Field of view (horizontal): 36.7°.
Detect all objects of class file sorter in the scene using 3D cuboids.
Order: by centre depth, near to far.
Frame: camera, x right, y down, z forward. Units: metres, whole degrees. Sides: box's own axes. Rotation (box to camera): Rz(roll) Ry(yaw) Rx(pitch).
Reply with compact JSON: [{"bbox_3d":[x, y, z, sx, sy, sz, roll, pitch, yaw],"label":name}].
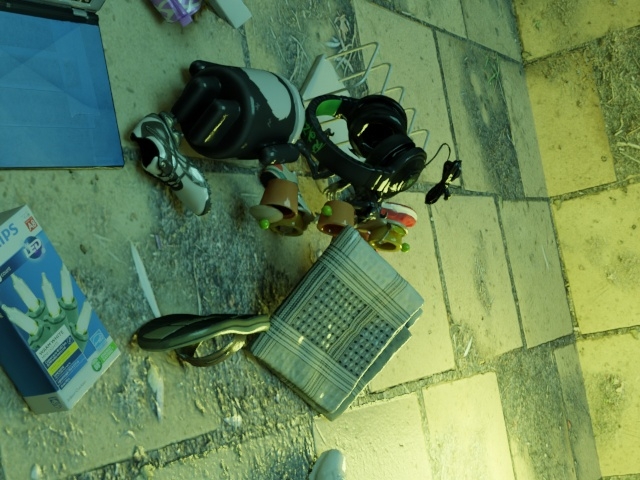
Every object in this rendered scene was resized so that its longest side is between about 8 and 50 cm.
[{"bbox_3d":[0.104,-0.283,2.188,0.277,0.173,0.192,55,37,-30],"label":"file sorter"}]

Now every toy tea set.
[{"bbox_3d":[0.000,0.000,1.884,0.336,0.200,0.124,20,67,-24],"label":"toy tea set"}]

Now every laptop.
[{"bbox_3d":[-0.376,-0.330,1.389,0.236,0.408,0.382,48,25,18],"label":"laptop"}]

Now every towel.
[{"bbox_3d":[0.046,0.174,1.877,0.312,0.056,0.324,-50,132,-7],"label":"towel"}]

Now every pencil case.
[{"bbox_3d":[-0.292,-0.482,1.704,0.206,0.086,0.088,52,5,-33],"label":"pencil case"}]

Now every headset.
[{"bbox_3d":[0.126,-0.172,2.007,0.394,0.185,0.243,9,41,-29],"label":"headset"}]

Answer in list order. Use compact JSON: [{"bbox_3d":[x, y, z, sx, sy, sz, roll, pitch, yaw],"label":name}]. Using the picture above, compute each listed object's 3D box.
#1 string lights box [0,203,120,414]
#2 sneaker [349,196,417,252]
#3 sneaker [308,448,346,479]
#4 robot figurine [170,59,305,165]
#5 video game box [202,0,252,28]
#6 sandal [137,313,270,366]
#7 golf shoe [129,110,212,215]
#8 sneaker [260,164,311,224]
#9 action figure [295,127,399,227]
[{"bbox_3d":[-0.400,0.097,1.331,0.259,0.077,0.133,63,35,-22],"label":"string lights box"},{"bbox_3d":[0.143,-0.026,2.262,0.221,0.087,0.128,15,75,-42],"label":"sneaker"},{"bbox_3d":[0.024,0.505,1.846,0.090,0.095,0.235,51,38,-33],"label":"sneaker"},{"bbox_3d":[-0.144,-0.235,1.768,0.278,0.174,0.209,-8,93,-58],"label":"robot figurine"},{"bbox_3d":[-0.222,-0.497,1.761,0.205,0.048,0.187,54,-6,-34],"label":"video game box"},{"bbox_3d":[-0.182,0.169,1.627,0.303,0.120,0.086,3,91,-58],"label":"sandal"},{"bbox_3d":[-0.261,-0.119,1.650,0.094,0.077,0.198,-40,107,-44],"label":"golf shoe"},{"bbox_3d":[-0.058,-0.103,1.971,0.161,0.057,0.075,52,44,-30],"label":"sneaker"},{"bbox_3d":[0.040,-0.108,2.048,0.275,0.141,0.164,50,26,-4],"label":"action figure"}]
